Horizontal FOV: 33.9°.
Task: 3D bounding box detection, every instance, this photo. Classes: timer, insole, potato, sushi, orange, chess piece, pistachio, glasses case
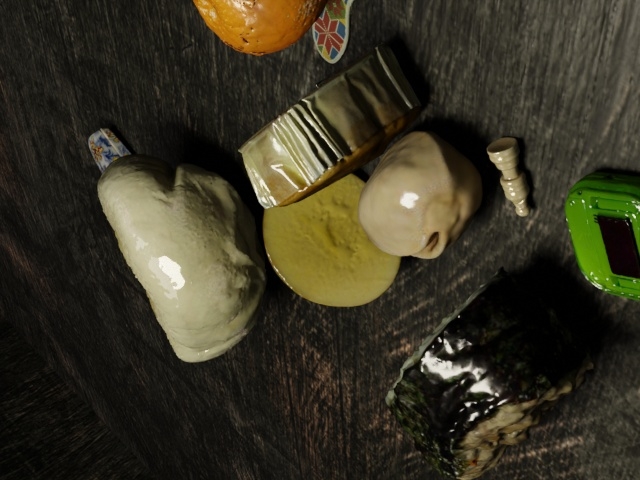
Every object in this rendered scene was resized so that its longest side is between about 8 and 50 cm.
[{"bbox_3d":[0.313,-0.001,1.073,0.128,0.047,0.140,14,132,51],"label":"timer"},{"bbox_3d":[0.019,-0.287,1.277,0.065,0.006,0.193,46,151,17],"label":"insole"},{"bbox_3d":[0.000,0.000,1.470,0.203,0.178,0.158,33,170,-8],"label":"potato"},{"bbox_3d":[0.199,0.174,1.283,0.171,0.211,0.350,44,156,13],"label":"sushi"},{"bbox_3d":[-0.070,-0.314,1.228,0.193,0.161,0.193,53,160,28],"label":"orange"},{"bbox_3d":[0.216,-0.067,1.175,0.035,0.035,0.092,14,135,52],"label":"chess piece"},{"bbox_3d":[0.115,-0.049,1.262,0.223,0.126,0.152,137,132,-67],"label":"pistachio"},{"bbox_3d":[-0.360,-0.104,2.011,0.248,0.065,0.087,55,150,4],"label":"glasses case"}]

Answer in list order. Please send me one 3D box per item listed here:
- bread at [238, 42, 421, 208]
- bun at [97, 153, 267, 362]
[{"bbox_3d":[0.011,-0.127,1.261,0.109,0.192,0.210,55,152,-4],"label":"bread"},{"bbox_3d":[-0.213,0.007,1.737,0.365,0.219,0.365,58,167,23],"label":"bun"}]
